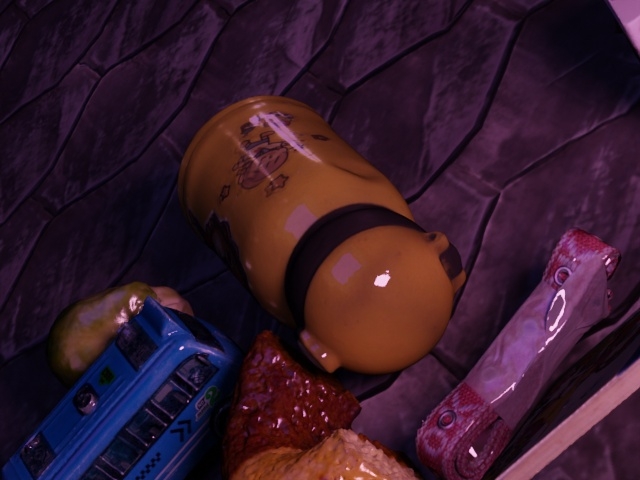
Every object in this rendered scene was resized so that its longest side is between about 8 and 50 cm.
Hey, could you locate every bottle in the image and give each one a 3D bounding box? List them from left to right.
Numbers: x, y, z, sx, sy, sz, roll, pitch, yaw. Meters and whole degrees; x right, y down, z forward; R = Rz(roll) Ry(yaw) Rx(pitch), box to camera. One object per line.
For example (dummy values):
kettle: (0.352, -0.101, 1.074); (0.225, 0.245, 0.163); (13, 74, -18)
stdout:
bottle: (0.000, 0.000, 1.572); (0.171, 0.171, 0.351); (-46, 33, 2)

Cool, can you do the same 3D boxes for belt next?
belt: (0.163, 0.097, 1.386); (0.232, 0.071, 0.053); (-54, 40, -4)

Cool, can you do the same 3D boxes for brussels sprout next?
brussels sprout: (-0.200, 0.104, 1.738); (0.155, 0.155, 0.118); (-9, 84, 44)

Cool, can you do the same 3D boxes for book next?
book: (0.230, 0.063, 1.197); (0.322, 0.018, 0.228); (-48, -4, 36)

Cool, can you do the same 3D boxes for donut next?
donut: (-0.023, 0.190, 1.457); (0.151, 0.112, 0.295); (-44, 32, 1)

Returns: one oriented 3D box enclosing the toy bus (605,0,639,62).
toy bus: (0.381, -0.235, 1.410); (0.301, 0.139, 0.113); (-36, 37, 14)

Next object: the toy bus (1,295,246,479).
toy bus: (-0.177, 0.177, 1.625); (0.246, 0.134, 0.113); (-49, 33, 0)
